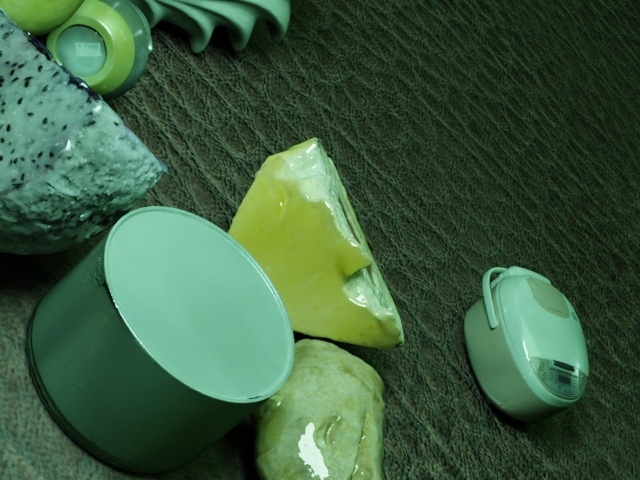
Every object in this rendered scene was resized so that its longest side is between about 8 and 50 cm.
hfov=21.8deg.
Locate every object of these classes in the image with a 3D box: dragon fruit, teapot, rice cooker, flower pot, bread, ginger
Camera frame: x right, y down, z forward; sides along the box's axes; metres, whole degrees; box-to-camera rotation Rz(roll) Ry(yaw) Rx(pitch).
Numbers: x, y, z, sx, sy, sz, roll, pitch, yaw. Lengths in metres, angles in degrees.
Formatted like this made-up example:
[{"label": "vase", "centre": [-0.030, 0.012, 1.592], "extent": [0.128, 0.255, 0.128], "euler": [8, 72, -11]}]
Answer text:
[{"label": "dragon fruit", "centre": [-0.304, -0.083, 1.636], "extent": [0.283, 0.204, 0.221], "euler": [42, -3, 33]}, {"label": "teapot", "centre": [-0.271, -0.230, 1.897], "extent": [0.165, 0.130, 0.119], "euler": [16, 18, 6]}, {"label": "rice cooker", "centre": [0.260, 0.134, 2.130], "extent": [0.145, 0.127, 0.206], "euler": [21, 39, -38]}, {"label": "flower pot", "centre": [-0.138, -0.362, 2.051], "extent": [0.367, 0.254, 0.164], "euler": [20, 42, -39]}, {"label": "bread", "centre": [0.012, -0.002, 1.864], "extent": [0.224, 0.211, 0.183], "euler": [18, 7, 6]}, {"label": "ginger", "centre": [0.008, 0.243, 1.717], "extent": [0.190, 0.126, 0.354], "euler": [28, 36, -38]}]

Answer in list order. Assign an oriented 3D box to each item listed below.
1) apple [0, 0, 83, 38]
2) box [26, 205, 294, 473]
[{"label": "apple", "centre": [-0.361, -0.338, 1.766], "extent": [0.262, 0.262, 0.262], "euler": [30, 37, -26]}, {"label": "box", "centre": [-0.159, 0.099, 1.645], "extent": [0.226, 0.149, 0.226], "euler": [30, 37, -26]}]
